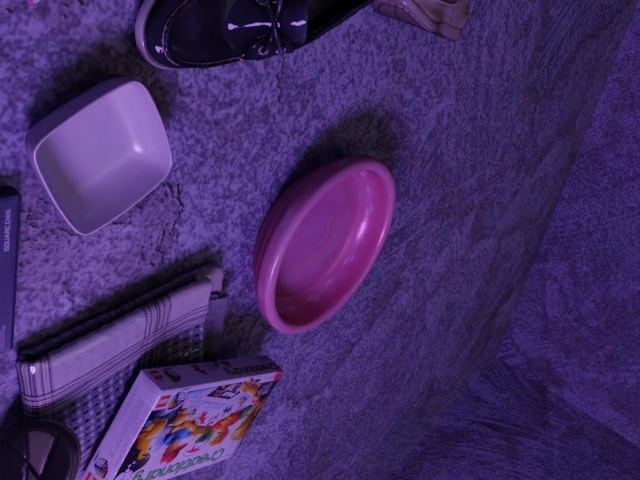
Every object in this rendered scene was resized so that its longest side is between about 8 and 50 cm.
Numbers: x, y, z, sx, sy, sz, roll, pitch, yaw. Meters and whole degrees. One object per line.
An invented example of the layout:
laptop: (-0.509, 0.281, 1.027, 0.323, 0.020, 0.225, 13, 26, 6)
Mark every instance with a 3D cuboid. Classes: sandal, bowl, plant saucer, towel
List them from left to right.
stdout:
sandal: (-0.388, 0.347, 0.797, 0.303, 0.120, 0.086, -52, -174, 4)
bowl: (-0.231, -0.092, 0.669, 0.142, 0.053, 0.142, -43, 148, -25)
towel: (-0.260, 0.207, 0.921, 0.324, 0.056, 0.312, -29, 141, -43)
plant saucer: (0.000, 0.000, 1.098, 0.332, 0.084, 0.332, -39, 146, -33)

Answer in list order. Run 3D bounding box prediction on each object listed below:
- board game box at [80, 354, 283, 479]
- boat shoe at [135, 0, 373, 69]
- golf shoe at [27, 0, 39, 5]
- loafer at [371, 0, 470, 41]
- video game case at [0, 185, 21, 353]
board game box: (-0.199, 0.277, 0.999, 0.193, 0.053, 0.305, -59, 153, 11)
boat shoe: (-0.043, -0.267, 0.728, 0.340, 0.113, 0.127, -33, 144, -38)
golf shoe: (-0.301, -0.191, 0.401, 0.306, 0.115, 0.140, -30, 145, -40)
loafer: (0.160, -0.369, 0.977, 0.268, 0.101, 0.092, -20, 134, -62)
video game case: (-0.407, 0.062, 0.574, 0.274, 0.026, 0.196, -20, 134, -50)
